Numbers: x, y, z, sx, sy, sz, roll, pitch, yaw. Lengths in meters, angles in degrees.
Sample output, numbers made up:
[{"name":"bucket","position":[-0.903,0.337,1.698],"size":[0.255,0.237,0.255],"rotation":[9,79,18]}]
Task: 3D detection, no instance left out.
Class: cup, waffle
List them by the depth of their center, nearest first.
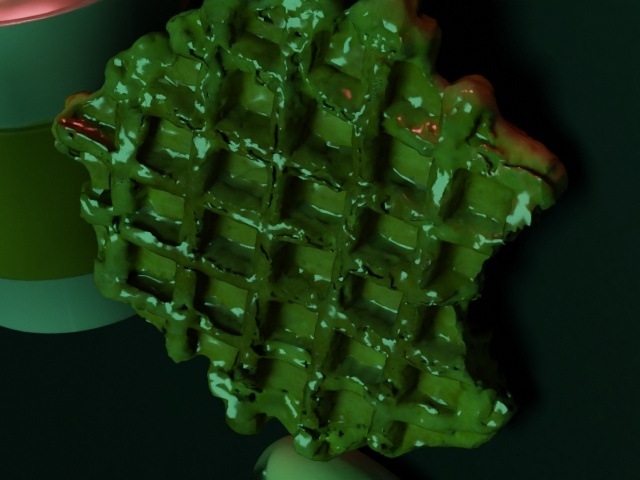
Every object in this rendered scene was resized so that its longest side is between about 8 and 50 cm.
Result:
[{"name":"waffle","position":[0.001,-0.001,0.920],"size":[0.291,0.051,0.291],"rotation":[15,130,19]},{"name":"cup","position":[-0.155,-0.093,1.085],"size":[0.241,0.185,0.226],"rotation":[-100,2,-55]}]

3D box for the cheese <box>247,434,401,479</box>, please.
[{"name":"cheese","position":[0.051,0.180,1.030],"size":[0.251,0.054,0.127],"rotation":[10,117,54]}]
